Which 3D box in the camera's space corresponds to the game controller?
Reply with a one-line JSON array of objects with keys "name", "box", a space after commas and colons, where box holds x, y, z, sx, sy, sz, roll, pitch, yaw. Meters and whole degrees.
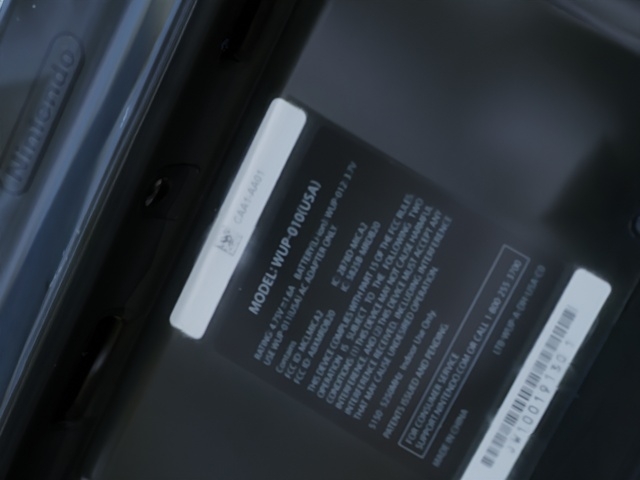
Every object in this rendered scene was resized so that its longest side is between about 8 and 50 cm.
[{"name": "game controller", "box": [0.000, 0.000, 0.414, 0.319, 0.166, 0.067, -63, -3, 18]}]
